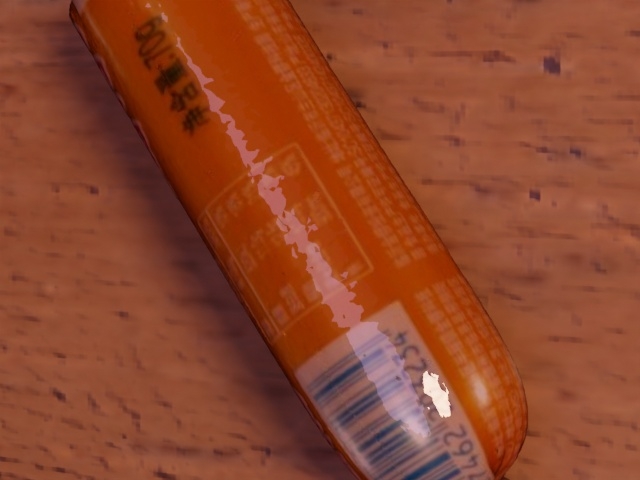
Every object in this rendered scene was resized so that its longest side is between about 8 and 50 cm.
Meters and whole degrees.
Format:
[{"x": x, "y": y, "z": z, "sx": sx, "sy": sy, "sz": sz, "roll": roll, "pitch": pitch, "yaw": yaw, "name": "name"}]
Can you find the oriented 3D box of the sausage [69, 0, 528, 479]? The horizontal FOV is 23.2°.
[{"x": 0.000, "y": 0.000, "z": 0.528, "sx": 0.071, "sy": 0.071, "sz": 0.234, "roll": -35, "pitch": 78, "yaw": 19, "name": "sausage"}]
